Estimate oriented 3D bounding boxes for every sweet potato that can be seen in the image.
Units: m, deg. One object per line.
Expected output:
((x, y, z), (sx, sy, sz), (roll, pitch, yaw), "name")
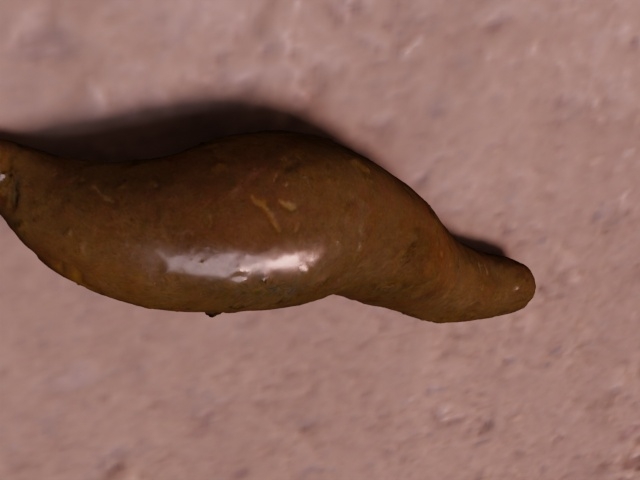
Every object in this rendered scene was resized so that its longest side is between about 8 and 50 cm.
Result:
((0.003, -0.001, 0.527), (0.250, 0.059, 0.069), (8, 149, -41), "sweet potato")
